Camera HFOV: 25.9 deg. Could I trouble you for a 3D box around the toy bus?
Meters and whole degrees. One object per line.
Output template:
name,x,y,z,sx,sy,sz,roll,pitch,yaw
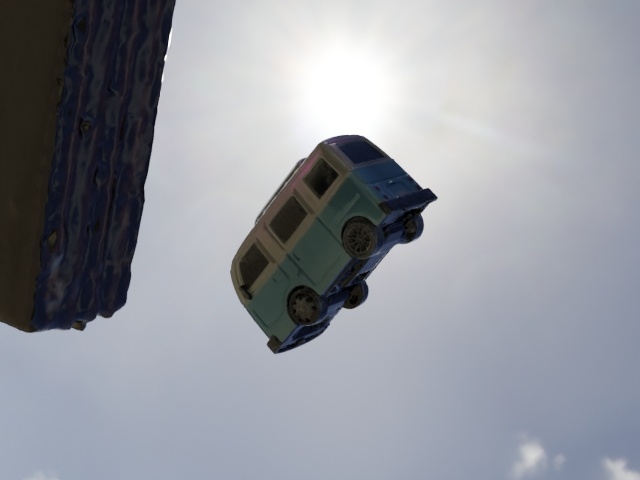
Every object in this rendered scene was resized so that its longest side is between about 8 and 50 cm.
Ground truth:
toy bus,0.000,0.000,0.803,0.075,0.060,0.123,48,-59,16

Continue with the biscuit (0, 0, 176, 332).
biscuit,-0.119,-0.153,0.626,0.107,0.073,0.388,21,-72,30
